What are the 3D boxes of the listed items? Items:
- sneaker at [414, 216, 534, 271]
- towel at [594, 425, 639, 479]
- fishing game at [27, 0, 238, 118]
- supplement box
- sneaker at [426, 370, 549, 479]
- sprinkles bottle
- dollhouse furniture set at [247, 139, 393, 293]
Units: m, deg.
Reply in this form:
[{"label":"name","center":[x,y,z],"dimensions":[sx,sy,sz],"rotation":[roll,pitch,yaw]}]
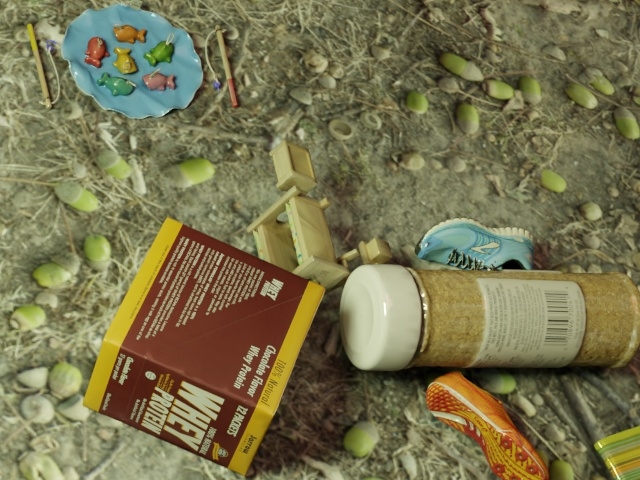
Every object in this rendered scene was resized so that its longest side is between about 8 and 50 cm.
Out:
[{"label":"sneaker","center":[0.195,0.019,2.086],"dimensions":[0.162,0.063,0.073],"rotation":[4,54,-18]},{"label":"towel","center":[0.412,0.320,1.955],"dimensions":[0.102,0.021,0.237],"rotation":[-14,59,-23]},{"label":"fishing game","center":[-0.235,-0.236,2.143],"dimensions":[0.264,0.041,0.189],"rotation":[1,55,-21]},{"label":"supplement box","center":[-0.125,0.115,1.838],"dimensions":[0.194,0.129,0.191],"rotation":[24,48,-1]},{"label":"sneaker","center":[0.200,0.212,1.931],"dimensions":[0.175,0.064,0.067],"rotation":[46,41,14]},{"label":"sprinkles bottle","center":[0.203,0.092,1.974],"dimensions":[0.355,0.121,0.121],"rotation":[2,52,-25]},{"label":"dollhouse furniture set","center":[0.000,0.000,2.030],"dimensions":[0.161,0.101,0.182],"rotation":[21,42,-38]}]
